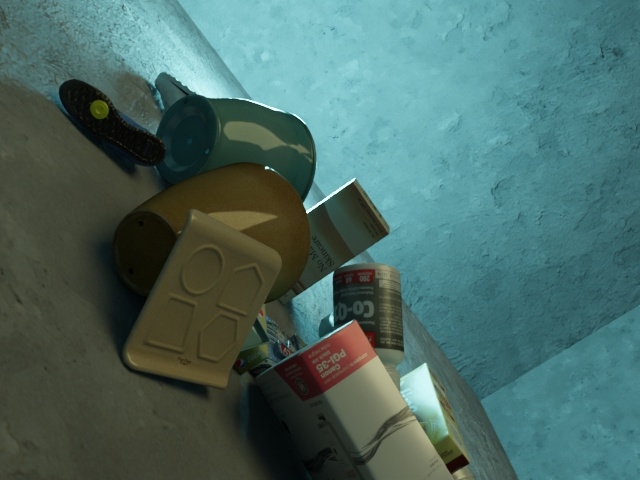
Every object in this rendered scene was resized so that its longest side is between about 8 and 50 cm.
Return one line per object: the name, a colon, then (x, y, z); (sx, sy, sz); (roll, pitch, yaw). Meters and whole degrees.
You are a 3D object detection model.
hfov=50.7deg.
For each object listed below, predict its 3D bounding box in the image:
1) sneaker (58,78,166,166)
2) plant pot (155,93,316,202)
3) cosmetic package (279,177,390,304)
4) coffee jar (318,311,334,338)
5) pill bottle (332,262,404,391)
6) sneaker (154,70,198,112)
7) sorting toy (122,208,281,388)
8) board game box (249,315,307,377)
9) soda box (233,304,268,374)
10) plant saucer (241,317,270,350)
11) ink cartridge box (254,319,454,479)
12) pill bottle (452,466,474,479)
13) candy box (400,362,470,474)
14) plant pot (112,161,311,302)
sneaker: (-0.366, -0.197, 1.166); (0.209, 0.069, 0.082); (38, -15, -36)
plant pot: (-0.191, -0.174, 1.395); (0.255, 0.272, 0.271); (14, 40, -53)
cosmetic package: (0.000, 0.000, 1.569); (0.153, 0.296, 0.129); (54, 10, -3)
coffee jar: (0.071, 0.265, 1.679); (0.184, 0.079, 0.096); (51, 11, -25)
pill bottle: (0.109, 0.206, 1.547); (0.161, 0.161, 0.283); (38, 48, -61)
sneaker: (-0.346, -0.331, 1.642); (0.235, 0.095, 0.090); (38, 2, 36)
sorting toy: (-0.152, 0.082, 0.890); (0.038, 0.208, 0.193); (18, -8, 38)
board game box: (-0.051, 0.243, 1.207); (0.194, 0.060, 0.194); (50, 10, -30)
soda box: (-0.131, 0.144, 1.151); (0.061, 0.058, 0.181); (52, 10, -24)
plant saucer: (-0.152, 0.143, 0.991); (0.192, 0.018, 0.067); (-6, 59, -56)
ink cartridge box: (0.045, 0.288, 1.031); (0.283, 0.117, 0.207); (59, -32, 6)
pill bottle: (0.323, 0.631, 1.394); (0.318, 0.176, 0.176); (61, 11, 27)
candy box: (0.204, 0.418, 1.500); (0.087, 0.183, 0.316); (54, 10, -13)
plant pot: (-0.178, 0.003, 1.002); (0.237, 0.237, 0.254); (57, 26, 10)
